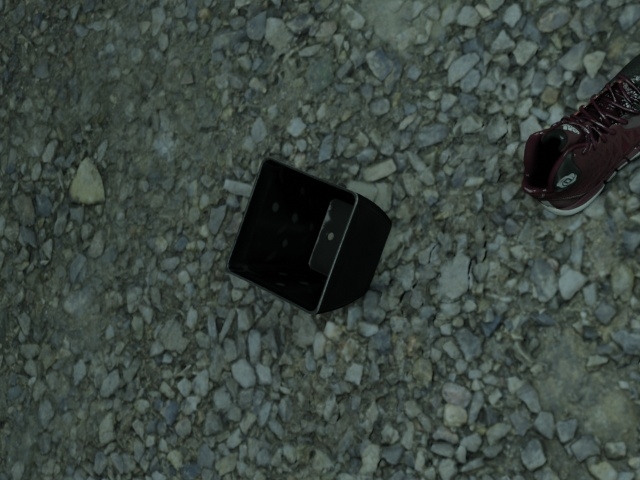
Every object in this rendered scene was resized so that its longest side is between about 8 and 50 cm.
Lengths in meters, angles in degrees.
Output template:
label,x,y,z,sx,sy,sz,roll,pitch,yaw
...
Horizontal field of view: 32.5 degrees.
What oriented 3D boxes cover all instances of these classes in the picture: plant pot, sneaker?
label,x,y,z,sx,sy,sz,roll,pitch,yaw
plant pot,0.000,0.000,1.675,0.187,0.167,0.188,24,97,35
sneaker,0.369,-0.151,1.441,0.106,0.162,0.281,47,110,30
